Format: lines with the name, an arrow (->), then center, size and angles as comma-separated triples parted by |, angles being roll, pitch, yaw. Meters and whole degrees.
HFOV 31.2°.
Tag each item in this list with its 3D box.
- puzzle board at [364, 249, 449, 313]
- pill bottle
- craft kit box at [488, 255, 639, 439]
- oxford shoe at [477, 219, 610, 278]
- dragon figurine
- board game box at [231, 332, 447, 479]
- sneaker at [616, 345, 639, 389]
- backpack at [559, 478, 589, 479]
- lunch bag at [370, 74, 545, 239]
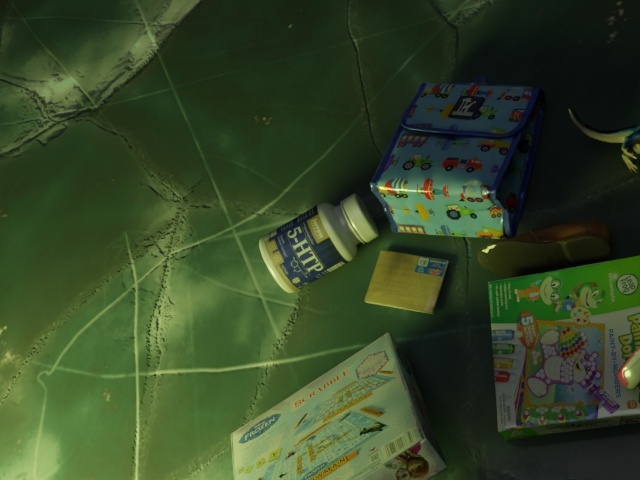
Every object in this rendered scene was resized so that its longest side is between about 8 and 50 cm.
puzzle board -> 0.145, 0.069, 1.917 | 0.128, 0.011, 0.096 | 9, 69, 29
pill bottle -> 0.000, 0.000, 1.963 | 0.186, 0.112, 0.112 | -30, 56, 11
craft kit box -> 0.383, 0.162, 1.725 | 0.246, 0.061, 0.250 | -10, 62, 19
oxford shoe -> 0.355, 0.010, 1.817 | 0.212, 0.076, 0.076 | -7, 35, 23
dragon figurine -> 0.542, -0.170, 1.790 | 0.289, 0.085, 0.144 | 32, 82, 34
board game box -> 0.014, 0.316, 1.731 | 0.318, 0.066, 0.318 | -33, 23, 9
sneaker -> 0.535, 0.158, 1.590 | 0.252, 0.103, 0.111 | -22, 70, -7
backpack -> 0.336, 0.443, 1.500 | 0.263, 0.276, 0.213 | -15, 47, 16
lunch bag -> 0.244, -0.158, 1.930 | 0.221, 0.138, 0.293 | 4, 55, 28
